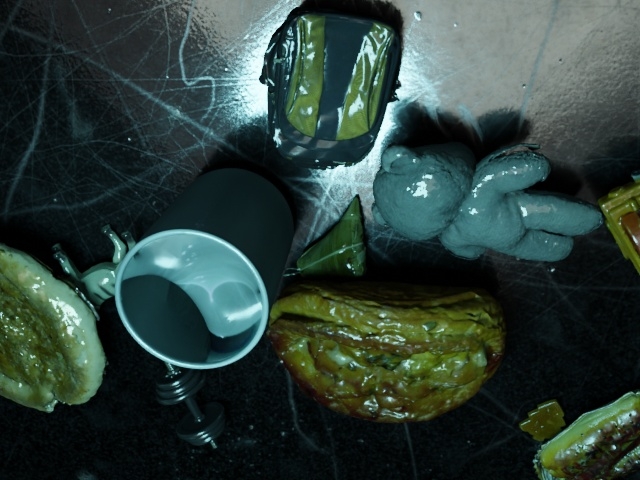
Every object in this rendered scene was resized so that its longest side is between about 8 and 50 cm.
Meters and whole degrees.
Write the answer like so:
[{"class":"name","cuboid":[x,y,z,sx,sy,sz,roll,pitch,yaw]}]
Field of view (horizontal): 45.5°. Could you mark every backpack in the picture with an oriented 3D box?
[{"class":"backpack","cuboid":[0.012,-0.213,1.108,0.206,0.133,0.258,8,121,-5]}]

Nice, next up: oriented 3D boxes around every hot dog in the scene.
[{"class":"hot dog","cuboid":[0.101,0.166,1.227,0.388,0.174,0.267,2,131,8]},{"class":"hot dog","cuboid":[0.495,0.350,1.303,0.270,0.081,0.162,-38,115,22]}]

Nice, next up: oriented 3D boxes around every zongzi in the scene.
[{"class":"zongzi","cuboid":[0.000,0.000,1.251,0.154,0.062,0.130,-5,93,26]}]

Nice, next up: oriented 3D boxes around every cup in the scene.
[{"class":"cup","cuboid":[-0.149,0.022,1.124,0.206,0.312,0.205,3,114,7]}]

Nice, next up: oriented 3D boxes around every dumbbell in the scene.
[{"class":"dumbbell","cuboid":[-0.232,0.291,1.372,0.099,0.099,0.208,-18,111,15]}]

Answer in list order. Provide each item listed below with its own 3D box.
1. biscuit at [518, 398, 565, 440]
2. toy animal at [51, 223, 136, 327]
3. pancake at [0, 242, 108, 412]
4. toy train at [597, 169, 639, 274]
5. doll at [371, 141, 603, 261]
[{"class":"biscuit","cuboid":[0.396,0.315,1.343,0.082,0.016,0.092,12,115,2]},{"class":"toy animal","cuboid":[-0.379,0.075,1.315,0.217,0.073,0.176,-19,116,10]},{"class":"pancake","cuboid":[-0.535,0.157,1.330,0.382,0.071,0.382,11,125,17]},{"class":"toy train","cuboid":[0.554,0.057,1.091,0.163,0.231,0.369,-30,106,18]},{"class":"doll","cuboid":[0.237,-0.065,1.147,0.341,0.158,0.246,6,147,-8]}]
